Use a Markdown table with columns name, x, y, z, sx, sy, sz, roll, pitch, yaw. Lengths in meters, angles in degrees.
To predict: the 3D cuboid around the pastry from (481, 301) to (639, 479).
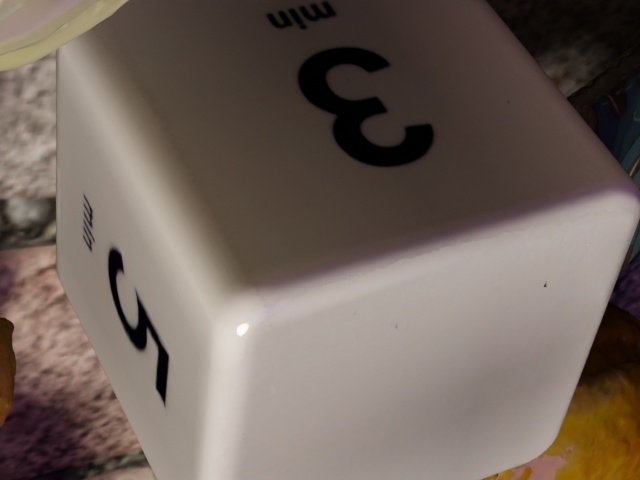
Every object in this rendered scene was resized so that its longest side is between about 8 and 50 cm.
| name | x | y | z | sx | sy | sz | roll | pitch | yaw |
| --- | --- | --- | --- | --- | --- | --- | --- | --- | --- |
| pastry | 0.070 | 0.166 | 1.025 | 0.356 | 0.164 | 0.356 | -22 | 143 | -18 |

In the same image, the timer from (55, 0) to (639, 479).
| name | x | y | z | sx | sy | sz | roll | pitch | yaw |
| --- | --- | --- | --- | --- | --- | --- | --- | --- | --- |
| timer | 0.000 | 0.000 | 0.741 | 0.192 | 0.195 | 0.194 | -16 | 143 | -22 |

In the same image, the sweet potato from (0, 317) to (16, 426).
| name | x | y | z | sx | sy | sz | roll | pitch | yaw |
| --- | --- | --- | --- | --- | --- | --- | --- | --- | --- |
| sweet potato | -0.272 | 0.115 | 0.759 | 0.292 | 0.097 | 0.097 | -26 | 144 | -9 |

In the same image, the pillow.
| name | x | y | z | sx | sy | sz | roll | pitch | yaw |
| --- | --- | --- | --- | --- | --- | --- | --- | --- | --- |
| pillow | 0.171 | -0.053 | 0.854 | 0.255 | 0.034 | 0.189 | -47 | 154 | -40 |

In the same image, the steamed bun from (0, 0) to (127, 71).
| name | x | y | z | sx | sy | sz | roll | pitch | yaw |
| --- | --- | --- | --- | --- | --- | --- | --- | --- | --- |
| steamed bun | -0.148 | -0.158 | 0.393 | 0.346 | 0.237 | 0.394 | -44 | 142 | 19 |
